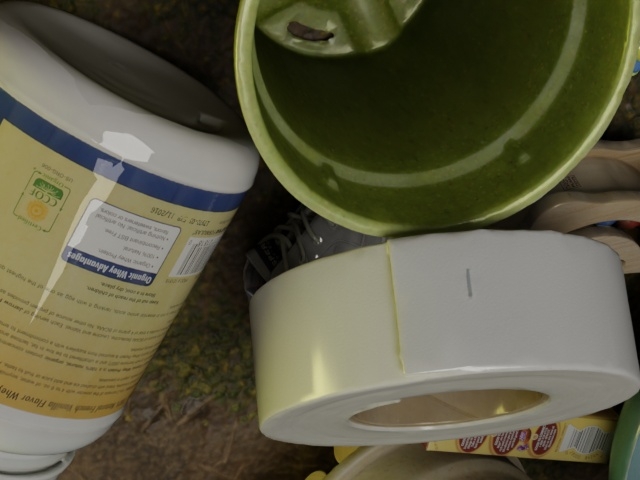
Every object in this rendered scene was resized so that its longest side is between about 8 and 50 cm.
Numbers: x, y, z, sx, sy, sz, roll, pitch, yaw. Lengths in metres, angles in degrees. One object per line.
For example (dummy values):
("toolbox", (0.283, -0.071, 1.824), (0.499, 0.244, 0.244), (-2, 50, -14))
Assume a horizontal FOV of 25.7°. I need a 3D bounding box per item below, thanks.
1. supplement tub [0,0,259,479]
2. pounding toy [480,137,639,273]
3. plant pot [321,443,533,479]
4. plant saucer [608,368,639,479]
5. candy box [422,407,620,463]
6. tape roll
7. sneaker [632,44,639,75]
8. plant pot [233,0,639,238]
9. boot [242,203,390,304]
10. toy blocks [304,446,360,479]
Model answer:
("supplement tub", (-0.209, 0.011, 1.021), (0.228, 0.228, 0.316), (24, 105, -26))
("pounding toy", (0.204, 0.018, 1.184), (0.270, 0.155, 0.154), (-3, 137, -25))
("plant pot", (0.162, 0.359, 1.193), (0.334, 0.305, 0.333), (-12, 111, -33))
("plant saucer", (0.364, 0.155, 1.319), (0.318, 0.044, 0.317), (-26, 129, -37))
("candy box", (0.167, 0.149, 1.278), (0.187, 0.109, 0.053), (6, 113, -21))
("tape roll", (0.090, 0.080, 1.042), (0.286, 0.286, 0.100), (1, 72, -18))
("sneaker", (0.208, -0.152, 1.174), (0.240, 0.091, 0.126), (-13, 149, -23))
("plant pot", (0.046, -0.178, 0.998), (0.276, 0.254, 0.276), (-7, 118, -14))
("boot", (0.000, 0.000, 1.158), (0.123, 0.095, 0.258), (-10, 119, -21))
("toy blocks", (0.067, 0.237, 1.321), (0.148, 0.054, 0.123), (27, 102, -29))
